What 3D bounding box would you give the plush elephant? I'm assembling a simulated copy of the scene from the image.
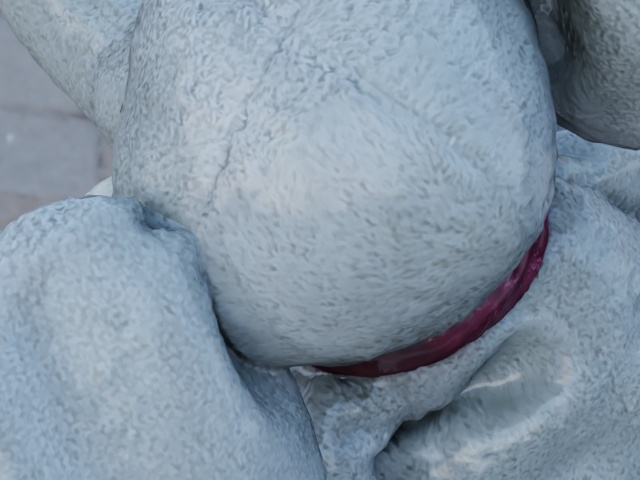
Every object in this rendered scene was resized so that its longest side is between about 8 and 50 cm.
[{"bbox_3d":[0.000,0.000,0.518,0.272,0.255,0.330,-45,39,-20],"label":"plush elephant"}]
